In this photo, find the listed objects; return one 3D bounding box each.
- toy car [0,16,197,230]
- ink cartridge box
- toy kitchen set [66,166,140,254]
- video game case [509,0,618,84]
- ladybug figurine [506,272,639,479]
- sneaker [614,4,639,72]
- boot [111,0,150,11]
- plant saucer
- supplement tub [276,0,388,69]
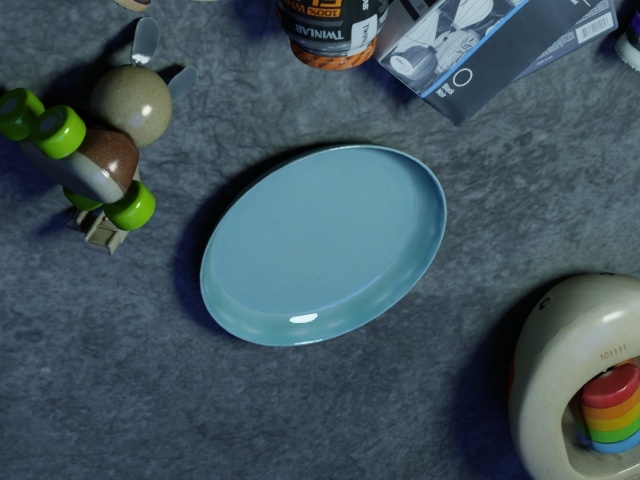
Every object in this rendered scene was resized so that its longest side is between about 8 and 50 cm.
[{"bbox_3d":[-0.211,-0.135,1.608,0.188,0.149,0.155,-53,135,-13],"label":"toy car"},{"bbox_3d":[0.216,-0.281,1.680,0.333,0.065,0.165,-44,135,14],"label":"ink cartridge box"},{"bbox_3d":[-0.244,-0.043,1.699,0.068,0.083,0.075,13,137,16],"label":"toy kitchen set"},{"bbox_3d":[0.222,-0.294,1.733,0.196,0.026,0.274,-27,137,-2],"label":"video game case"},{"bbox_3d":[0.393,0.202,2.200,0.305,0.162,0.449,-23,137,-7],"label":"ladybug figurine"},{"bbox_3d":[0.504,-0.264,1.854,0.293,0.102,0.146,-2,131,-26],"label":"sneaker"},{"bbox_3d":[-0.158,-0.342,1.434,0.207,0.090,0.248,-31,134,6],"label":"boot"},{"bbox_3d":[0.000,0.000,1.885,0.318,0.043,0.317,-15,136,-14],"label":"plant saucer"},{"bbox_3d":[0.012,-0.273,1.572,0.117,0.117,0.190,-16,135,-14],"label":"supplement tub"}]
